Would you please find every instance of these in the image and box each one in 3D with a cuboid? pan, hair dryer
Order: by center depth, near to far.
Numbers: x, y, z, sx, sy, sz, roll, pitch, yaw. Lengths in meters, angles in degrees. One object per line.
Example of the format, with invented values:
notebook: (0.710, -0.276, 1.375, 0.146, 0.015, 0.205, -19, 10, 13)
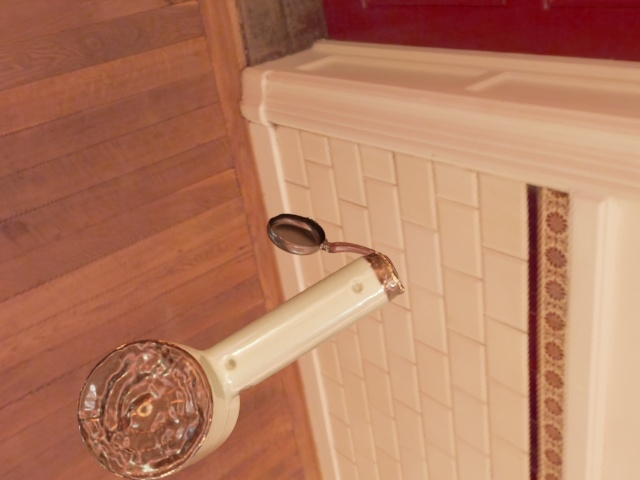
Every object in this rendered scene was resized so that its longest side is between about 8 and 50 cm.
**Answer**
hair dryer: (-0.056, 0.111, 0.698, 0.362, 0.128, 0.203, -31, 169, -7)
pan: (0.000, 0.003, 1.234, 0.115, 0.212, 0.040, -55, 160, -58)
